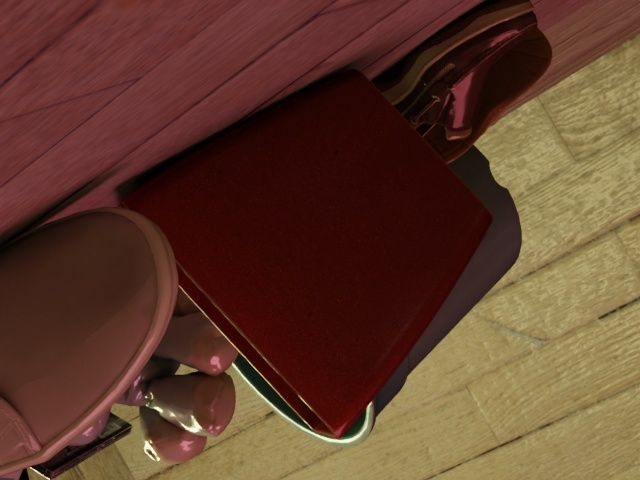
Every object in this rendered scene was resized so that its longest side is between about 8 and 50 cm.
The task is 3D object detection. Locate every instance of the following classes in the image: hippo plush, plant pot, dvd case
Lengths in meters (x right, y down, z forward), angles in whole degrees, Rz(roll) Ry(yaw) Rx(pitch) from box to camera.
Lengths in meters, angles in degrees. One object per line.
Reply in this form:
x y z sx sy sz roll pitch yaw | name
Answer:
-0.252 0.125 1.955 0.237 0.294 0.234 2 131 -36 | hippo plush
0.058 0.027 2.093 0.334 0.341 0.341 -38 -178 -26 | plant pot
0.000 0.000 1.481 0.236 0.267 0.267 -42 179 -8 | plant pot
-0.366 0.208 2.021 0.164 0.221 0.018 -27 141 -58 | dvd case

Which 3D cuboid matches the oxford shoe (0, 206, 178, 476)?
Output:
-0.310 0.117 1.273 0.449 0.169 0.130 -29 160 11 | oxford shoe

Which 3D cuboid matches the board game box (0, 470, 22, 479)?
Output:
-0.375 0.258 1.494 0.316 0.064 0.242 -65 162 9 | board game box

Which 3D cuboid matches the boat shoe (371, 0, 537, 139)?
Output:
0.126 -0.146 1.603 0.095 0.095 0.257 -28 177 -44 | boat shoe

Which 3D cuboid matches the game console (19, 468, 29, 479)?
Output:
-0.334 0.218 1.670 0.213 0.044 0.361 -35 139 -34 | game console

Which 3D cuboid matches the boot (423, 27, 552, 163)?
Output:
0.129 -0.135 1.869 0.262 0.095 0.203 -40 180 -16 | boot
